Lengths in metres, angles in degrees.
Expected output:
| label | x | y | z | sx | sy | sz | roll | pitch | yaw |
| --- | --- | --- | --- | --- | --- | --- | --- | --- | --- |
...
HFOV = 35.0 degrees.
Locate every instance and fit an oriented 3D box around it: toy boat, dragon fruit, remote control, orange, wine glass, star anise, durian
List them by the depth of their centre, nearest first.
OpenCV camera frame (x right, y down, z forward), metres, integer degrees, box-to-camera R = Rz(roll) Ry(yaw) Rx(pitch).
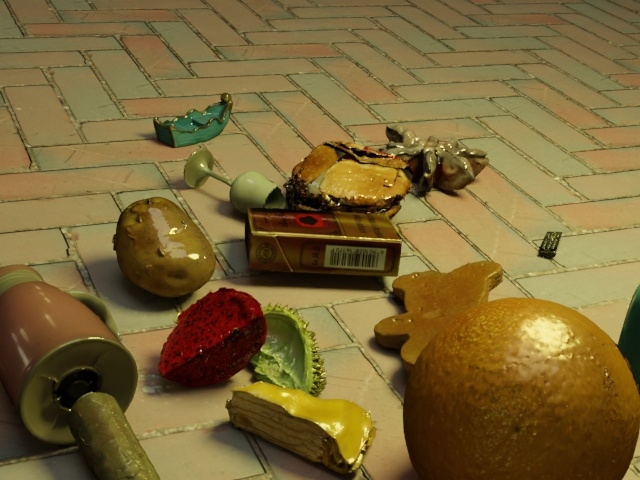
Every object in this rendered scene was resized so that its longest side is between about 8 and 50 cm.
| label | x | y | z | sx | sy | sz | roll | pitch | yaw |
| --- | --- | --- | --- | --- | --- | --- | --- | --- | --- |
| orange | 0.224 | 0.195 | 1.147 | 0.274 | 0.274 | 0.274 | 5 | 28 | -3 |
| dragon fruit | -0.136 | 0.127 | 1.355 | 0.162 | 0.083 | 0.106 | -36 | 41 | 7 |
| durian | -0.061 | 0.142 | 1.382 | 0.100 | 0.086 | 0.215 | -31 | 45 | -30 |
| remote control | 0.407 | 0.007 | 1.796 | 0.034 | 0.016 | 0.091 | 0 | 24 | 23 |
| wine glass | -0.150 | -0.096 | 1.799 | 0.195 | 0.079 | 0.079 | 26 | 33 | 32 |
| star anise | 0.205 | -0.159 | 1.980 | 0.229 | 0.093 | 0.236 | -9 | 34 | -28 |
| toy boat | -0.250 | -0.248 | 2.061 | 0.185 | 0.077 | 0.075 | -20 | 37 | -41 |

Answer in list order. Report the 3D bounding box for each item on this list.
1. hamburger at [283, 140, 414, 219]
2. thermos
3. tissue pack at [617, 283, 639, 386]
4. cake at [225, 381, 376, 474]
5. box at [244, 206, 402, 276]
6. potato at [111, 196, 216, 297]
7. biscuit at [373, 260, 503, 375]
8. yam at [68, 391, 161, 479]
| label | x | y | z | sx | sy | sz | roll | pitch | yaw |
| --- | --- | --- | --- | --- | --- | --- | --- | --- | --- |
| hamburger | 0.052 | -0.090 | 1.809 | 0.231 | 0.106 | 0.231 | 7 | 32 | -4 |
| thermos | -0.338 | 0.123 | 1.287 | 0.176 | 0.146 | 0.265 | -2 | 26 | -34 |
| tissue pack | 0.575 | 0.129 | 1.411 | 0.287 | 0.198 | 0.206 | -14 | 33 | -38 |
| cake | -0.015 | 0.210 | 1.260 | 0.185 | 0.079 | 0.116 | 19 | 32 | 30 |
| box | 0.000 | 0.000 | 1.639 | 0.240 | 0.071 | 0.159 | 3 | 19 | -7 |
| potato | -0.235 | 0.017 | 1.528 | 0.137 | 0.137 | 0.176 | -12 | 54 | -31 |
| biscuit | 0.178 | 0.120 | 1.472 | 0.197 | 0.049 | 0.301 | -11 | 23 | 12 |
| yam | -0.229 | 0.249 | 1.150 | 0.068 | 0.068 | 0.169 | -11 | 40 | -30 |
